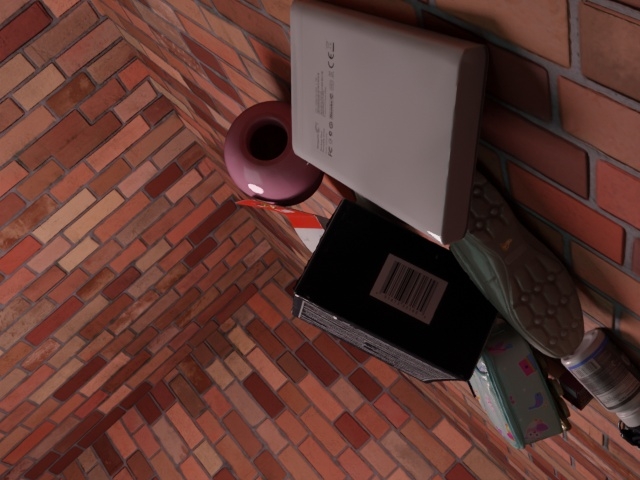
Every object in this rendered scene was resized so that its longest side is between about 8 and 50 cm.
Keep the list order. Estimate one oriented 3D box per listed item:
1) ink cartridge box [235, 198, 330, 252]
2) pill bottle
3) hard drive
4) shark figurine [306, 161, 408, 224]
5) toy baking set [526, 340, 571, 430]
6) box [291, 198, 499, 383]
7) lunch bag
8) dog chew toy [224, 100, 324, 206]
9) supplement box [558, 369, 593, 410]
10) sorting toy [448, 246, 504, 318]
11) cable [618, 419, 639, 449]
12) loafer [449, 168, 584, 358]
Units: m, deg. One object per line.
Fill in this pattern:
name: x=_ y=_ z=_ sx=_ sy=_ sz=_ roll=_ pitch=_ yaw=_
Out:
ink cartridge box: x=0.000 y=0.000 z=1.568 sx=0.385 sy=0.091 sz=0.308 roll=16 pitch=178 yaw=-13
pill bottle: x=0.435 y=0.205 z=1.043 sx=0.137 sy=0.078 sz=0.078 roll=47 pitch=171 yaw=3
hard drive: x=0.068 y=-0.170 z=0.912 sx=0.353 sy=0.047 sz=0.233 roll=37 pitch=135 yaw=49
shark figurine: x=0.069 y=-0.089 z=1.234 sx=0.278 sy=0.116 sz=0.166 roll=39 pitch=-167 yaw=18
toy baking set: x=0.404 y=0.224 z=1.289 sx=0.197 sy=0.030 sz=0.256 roll=63 pitch=-177 yaw=-69
box: x=0.117 y=0.098 z=1.188 sx=0.296 sy=0.183 sz=0.294 roll=27 pitch=167 yaw=2
lunch bag: x=0.338 y=0.248 z=1.325 sx=0.279 sy=0.108 sz=0.224 roll=-115 pitch=0 yaw=-84
dog chew toy: x=-0.082 y=-0.165 z=1.498 sx=0.206 sy=0.206 sz=0.332 roll=45 pitch=178 yaw=12
supplement box: x=0.454 y=0.253 z=1.227 sx=0.043 sy=0.055 sz=0.083 roll=40 pitch=167 yaw=39
sorting toy: x=0.281 y=0.058 z=1.187 sx=0.208 sy=0.038 sz=0.193 roll=54 pitch=170 yaw=-1
cable: x=0.577 y=0.361 z=1.144 sx=0.150 sy=0.047 sz=0.184 roll=49 pitch=170 yaw=-11
loafer: x=0.265 y=0.028 z=1.009 sx=0.319 sy=0.112 sz=0.111 roll=56 pitch=175 yaw=-5
